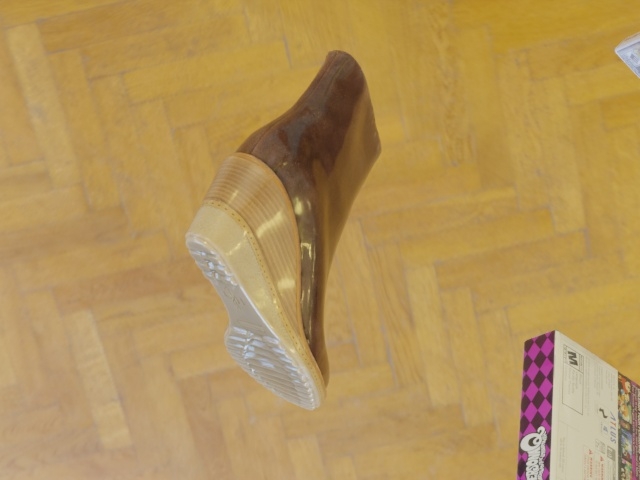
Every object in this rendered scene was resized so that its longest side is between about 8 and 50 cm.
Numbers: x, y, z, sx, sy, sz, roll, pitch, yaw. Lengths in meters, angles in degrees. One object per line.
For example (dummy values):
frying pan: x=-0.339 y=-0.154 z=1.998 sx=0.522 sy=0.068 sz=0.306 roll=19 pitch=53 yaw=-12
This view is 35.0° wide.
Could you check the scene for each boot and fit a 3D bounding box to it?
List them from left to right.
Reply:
boot: x=0.000 y=0.000 z=0.818 sx=0.090 sy=0.207 sz=0.248 roll=18 pitch=146 yaw=32

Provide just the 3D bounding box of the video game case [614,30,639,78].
video game case: x=0.351 y=-0.115 z=0.877 sx=0.022 sy=0.173 sz=0.190 roll=-44 pitch=93 yaw=-1

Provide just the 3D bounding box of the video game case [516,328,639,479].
video game case: x=0.240 y=0.220 z=0.833 sx=0.210 sy=0.232 sz=0.042 roll=32 pitch=141 yaw=-30
